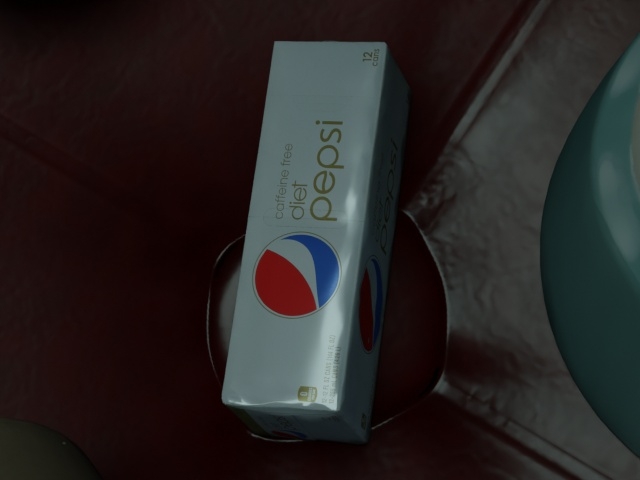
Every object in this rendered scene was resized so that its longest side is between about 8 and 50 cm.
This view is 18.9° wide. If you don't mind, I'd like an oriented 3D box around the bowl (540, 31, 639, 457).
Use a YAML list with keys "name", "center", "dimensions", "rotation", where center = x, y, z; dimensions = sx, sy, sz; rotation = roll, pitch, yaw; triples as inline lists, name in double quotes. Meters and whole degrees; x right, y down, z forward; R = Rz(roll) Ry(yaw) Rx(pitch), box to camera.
- name: "bowl"
  center: [0.256, -0.024, 0.966]
  dimensions: [0.312, 0.163, 0.311]
  rotation: [-5, 69, 12]

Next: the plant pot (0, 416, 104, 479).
- name: "plant pot"
  center: [-0.166, 0.221, 0.964]
  dimensions: [0.263, 0.263, 0.229]
  rotation: [-27, 49, 4]

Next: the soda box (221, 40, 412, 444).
- name: "soda box"
  center: [0.000, 0.000, 1.072]
  dimensions: [0.069, 0.074, 0.216]
  rotation: [2, 71, 15]
